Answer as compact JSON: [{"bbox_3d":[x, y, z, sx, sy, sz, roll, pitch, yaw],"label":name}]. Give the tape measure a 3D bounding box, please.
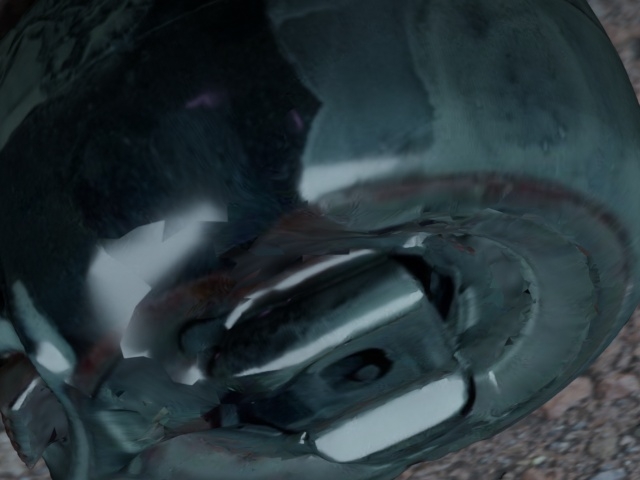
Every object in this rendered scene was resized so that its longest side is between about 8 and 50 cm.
[{"bbox_3d":[0.000,0.000,0.673,0.256,0.147,0.275,-26,147,9],"label":"tape measure"}]
